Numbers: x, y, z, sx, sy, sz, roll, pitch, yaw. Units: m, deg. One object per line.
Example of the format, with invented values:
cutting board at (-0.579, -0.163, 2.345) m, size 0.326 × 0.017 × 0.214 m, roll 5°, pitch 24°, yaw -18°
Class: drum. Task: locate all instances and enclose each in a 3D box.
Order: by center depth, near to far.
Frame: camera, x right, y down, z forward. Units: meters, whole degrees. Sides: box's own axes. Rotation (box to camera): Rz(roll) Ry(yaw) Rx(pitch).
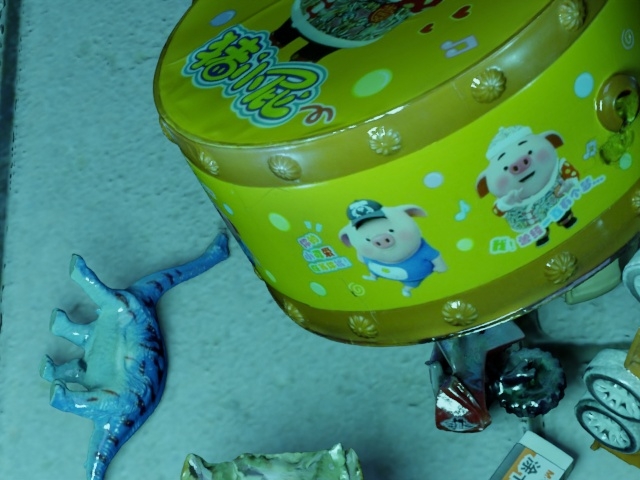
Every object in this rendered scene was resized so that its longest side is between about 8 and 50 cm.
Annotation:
drum at (0.087, -0.130, 1.549) m, size 0.431 × 0.214 × 0.431 m, roll -21°, pitch 34°, yaw 15°

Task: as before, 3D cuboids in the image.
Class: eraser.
eraser at (0.165, 0.226, 1.647) m, size 0.052 × 0.029 × 0.122 m, roll 32°, pitch 67°, yaw 20°

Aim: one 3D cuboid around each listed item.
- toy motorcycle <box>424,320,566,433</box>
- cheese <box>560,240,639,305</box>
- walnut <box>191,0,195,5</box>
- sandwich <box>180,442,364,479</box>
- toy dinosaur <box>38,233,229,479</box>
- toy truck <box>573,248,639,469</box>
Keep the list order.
toy motorcycle at (0.118, 0.099, 1.699) m, size 0.122 × 0.082 × 0.213 m, roll -29°, pitch 49°, yaw -20°
cheese at (0.156, -0.035, 1.775) m, size 0.286 × 0.082 × 0.163 m, roll 12°, pitch 57°, yaw 14°
walnut at (-0.043, -0.202, 1.839) m, size 0.167 × 0.167 × 0.207 m, roll -8°, pitch 58°, yaw -1°
sandwich at (-0.029, 0.298, 1.520) m, size 0.155 × 0.198 × 0.227 m, roll -7°, pitch 59°, yaw -1°
toy dinosaur at (-0.191, 0.106, 1.713) m, size 0.144 × 0.076 × 0.329 m, roll 28°, pitch 59°, yaw -17°
toy truck at (0.348, 0.080, 1.521) m, size 0.207 × 0.387 × 0.173 m, roll 33°, pitch 67°, yaw 15°
